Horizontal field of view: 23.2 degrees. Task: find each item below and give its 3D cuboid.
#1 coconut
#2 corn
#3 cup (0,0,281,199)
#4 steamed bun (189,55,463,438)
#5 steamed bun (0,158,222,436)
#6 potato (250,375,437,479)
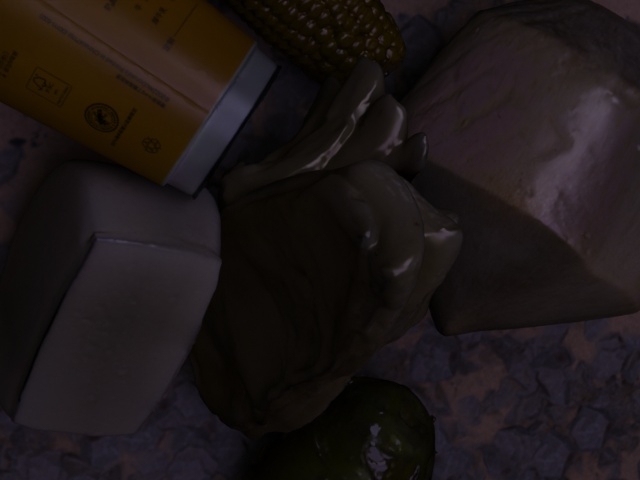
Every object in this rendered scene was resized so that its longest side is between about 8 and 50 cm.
[{"bbox_3d":[0.196,-0.050,1.433,0.329,0.329,0.328,-7,108,-22],"label":"coconut"},{"bbox_3d":[-0.044,-0.245,1.352,0.322,0.119,0.119,42,86,-28],"label":"corn"},{"bbox_3d":[-0.180,-0.162,1.240,0.280,0.196,0.196,33,91,-7],"label":"cup"},{"bbox_3d":[0.000,0.000,1.344,0.189,0.428,0.247,-26,76,-29],"label":"steamed bun"},{"bbox_3d":[-0.188,0.037,1.339,0.146,0.164,0.241,12,123,-27],"label":"steamed bun"},{"bbox_3d":[0.005,0.265,1.519,0.176,0.141,0.298,28,101,-25],"label":"potato"}]
